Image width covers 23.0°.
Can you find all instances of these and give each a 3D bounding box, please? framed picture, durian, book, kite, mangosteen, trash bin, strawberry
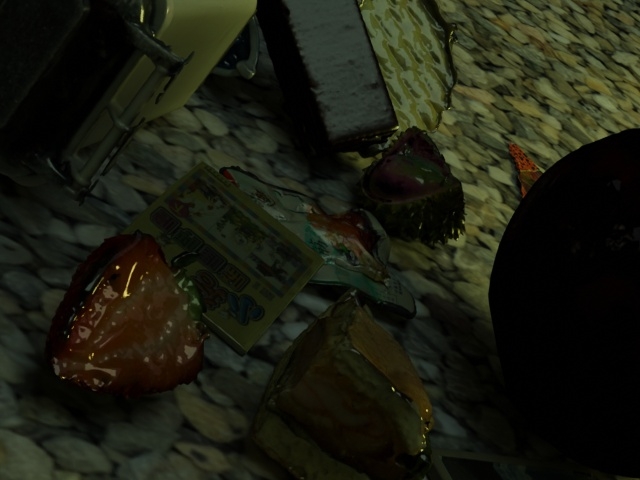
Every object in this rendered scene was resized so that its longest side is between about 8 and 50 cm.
[{"bbox_3d":[0.226,0.287,1.543,0.260,0.023,0.189,13,34,-38],"label":"framed picture"},{"bbox_3d":[0.096,-0.047,1.833,0.108,0.119,0.187,-15,33,-10],"label":"durian"},{"bbox_3d":[-0.097,0.013,1.554,0.168,0.013,0.192,39,36,1],"label":"book"},{"bbox_3d":[0.317,-0.060,2.168,0.125,0.008,0.222,29,29,-17],"label":"kite"},{"bbox_3d":[0.366,0.096,1.656,0.381,0.381,0.421,-77,150,-60],"label":"mangosteen"},{"bbox_3d":[-0.219,-0.212,1.555,0.296,0.256,0.367,42,20,10],"label":"trash bin"},{"bbox_3d":[-0.168,0.074,1.333,0.140,0.085,0.192,41,45,-28],"label":"strawberry"}]

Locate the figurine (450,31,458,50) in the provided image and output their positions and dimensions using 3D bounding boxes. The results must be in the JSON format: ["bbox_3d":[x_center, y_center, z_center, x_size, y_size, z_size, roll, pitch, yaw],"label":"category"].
[{"bbox_3d":[0.097,-0.220,2.012,0.166,0.141,0.250,42,28,4],"label":"figurine"}]

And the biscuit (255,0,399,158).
[{"bbox_3d":[0.001,-0.225,1.851,0.106,0.070,0.252,-17,85,-27],"label":"biscuit"}]

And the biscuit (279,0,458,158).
[{"bbox_3d":[0.077,-0.202,1.940,0.187,0.036,0.273,40,63,-6],"label":"biscuit"}]

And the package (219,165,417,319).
[{"bbox_3d":[0.000,0.000,1.685,0.232,0.040,0.166,21,33,-26],"label":"package"}]

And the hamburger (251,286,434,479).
[{"bbox_3d":[0.023,0.144,1.439,0.155,0.135,0.208,47,11,-16],"label":"hamburger"}]

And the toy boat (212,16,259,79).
[{"bbox_3d":[-0.173,-0.303,1.830,0.309,0.129,0.142,50,15,9],"label":"toy boat"}]
